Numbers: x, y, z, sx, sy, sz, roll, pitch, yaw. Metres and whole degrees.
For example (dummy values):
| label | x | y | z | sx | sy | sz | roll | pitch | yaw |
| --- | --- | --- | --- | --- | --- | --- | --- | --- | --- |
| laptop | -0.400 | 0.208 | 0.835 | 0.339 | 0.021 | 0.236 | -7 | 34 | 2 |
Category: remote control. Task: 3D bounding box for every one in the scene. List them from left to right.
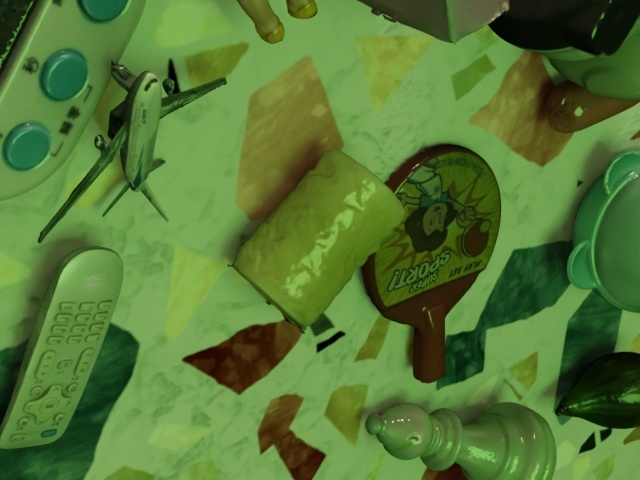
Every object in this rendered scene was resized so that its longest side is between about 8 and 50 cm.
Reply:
| label | x | y | z | sx | sy | sz | roll | pitch | yaw |
| --- | --- | --- | --- | --- | --- | --- | --- | --- | --- |
| remote control | -0.246 | 0.098 | 1.074 | 0.073 | 0.044 | 0.229 | -2 | 126 | -46 |

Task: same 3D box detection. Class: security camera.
| label | x | y | z | sx | sy | sz | roll | pitch | yaw |
| --- | --- | --- | --- | --- | --- | --- | --- | --- | --- |
| security camera | 0.298 | -0.250 | 1.212 | 0.277 | 0.191 | 0.197 | 26 | 92 | -49 |

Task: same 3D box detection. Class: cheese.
| label | x | y | z | sx | sy | sz | roll | pitch | yaw |
| --- | --- | --- | --- | --- | --- | --- | --- | --- | --- |
| cheese | 0.000 | 0.000 | 1.181 | 0.167 | 0.094 | 0.123 | -49 | 134 | -6 |

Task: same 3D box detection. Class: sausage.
| label | x | y | z | sx | sy | sz | roll | pitch | yaw |
| --- | --- | --- | --- | --- | --- | --- | --- | --- | --- |
| sausage | 0.332 | -0.173 | 1.377 | 0.154 | 0.062 | 0.062 | -24 | 129 | -29 |

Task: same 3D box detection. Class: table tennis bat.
| label | x | y | z | sx | sy | sz | roll | pitch | yaw |
| --- | --- | --- | --- | --- | --- | --- | --- | --- | --- |
| table tennis bat | 0.130 | 0.031 | 1.356 | 0.200 | 0.038 | 0.310 | -20 | 124 | -29 |

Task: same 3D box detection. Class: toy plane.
| label | x | y | z | sx | sy | sz | roll | pitch | yaw |
| --- | --- | --- | --- | --- | --- | --- | --- | --- | --- |
| toy plane | -0.152 | -0.085 | 0.966 | 0.226 | 0.058 | 0.226 | -44 | 164 | -22 |

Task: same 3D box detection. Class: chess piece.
| label | x | y | z | sx | sy | sz | roll | pitch | yaw |
| --- | --- | --- | --- | --- | --- | --- | --- | --- | --- |
| chess piece | 0.165 | 0.258 | 1.479 | 0.271 | 0.139 | 0.139 | 18 | 104 | -33 |

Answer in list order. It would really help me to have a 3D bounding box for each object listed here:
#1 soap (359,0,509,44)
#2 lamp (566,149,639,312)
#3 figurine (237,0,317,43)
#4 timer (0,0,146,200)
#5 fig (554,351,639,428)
| label | x | y | z | sx | sy | sz | roll | pitch | yaw |
| --- | --- | --- | --- | --- | --- | --- | --- | --- | --- |
| soap | 0.065 | -0.317 | 0.978 | 0.081 | 0.181 | 0.259 | -32 | 131 | -21 |
| lamp | 0.454 | -0.003 | 1.525 | 0.284 | 0.147 | 0.209 | 12 | 106 | -44 |
| figurine | -0.069 | -0.260 | 0.927 | 0.175 | 0.116 | 0.240 | -44 | 154 | -10 |
| timer | -0.261 | -0.166 | 0.861 | 0.237 | 0.087 | 0.262 | 21 | 101 | -46 |
| fig | 0.406 | 0.218 | 1.664 | 0.177 | 0.117 | 0.117 | -3 | 119 | -19 |
